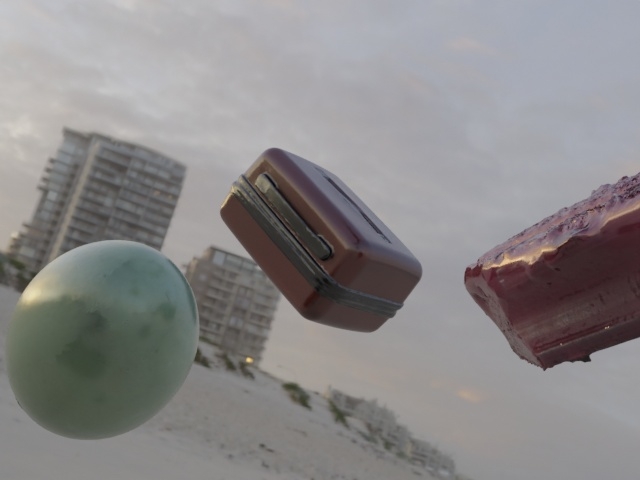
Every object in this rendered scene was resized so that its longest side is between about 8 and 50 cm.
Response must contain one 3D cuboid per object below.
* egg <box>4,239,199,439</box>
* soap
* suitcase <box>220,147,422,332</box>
[{"bbox_3d":[-0.245,0.114,0.910,0.203,0.203,0.282,23,-43,-24],"label":"egg"},{"bbox_3d":[0.272,0.018,0.771,0.220,0.127,0.325,-27,-4,-35],"label":"soap"},{"bbox_3d":[0.000,0.000,1.306,0.236,0.161,0.297,18,26,-54],"label":"suitcase"}]
